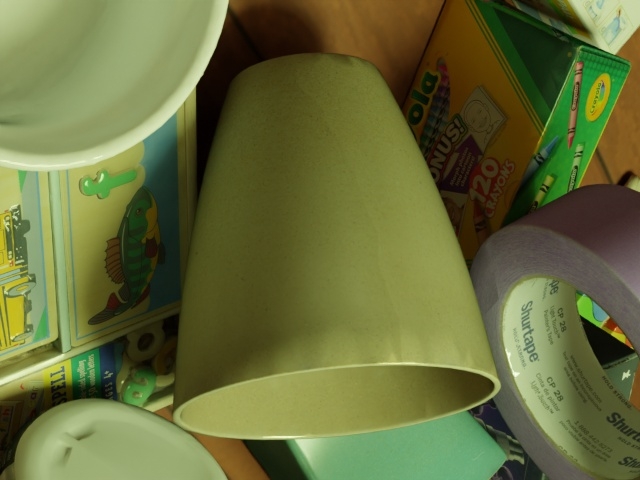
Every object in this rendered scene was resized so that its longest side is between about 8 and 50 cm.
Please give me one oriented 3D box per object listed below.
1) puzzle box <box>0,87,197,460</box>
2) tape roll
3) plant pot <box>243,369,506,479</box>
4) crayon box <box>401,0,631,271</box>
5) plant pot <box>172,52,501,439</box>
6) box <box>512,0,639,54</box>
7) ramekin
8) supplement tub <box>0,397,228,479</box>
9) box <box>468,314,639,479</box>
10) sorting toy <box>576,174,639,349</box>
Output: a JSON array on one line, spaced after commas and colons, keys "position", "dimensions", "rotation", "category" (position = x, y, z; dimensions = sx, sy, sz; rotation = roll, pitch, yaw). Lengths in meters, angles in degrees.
[{"position": [-0.219, -0.010, 1.436], "dimensions": [0.272, 0.052, 0.409], "rotation": [-21, 128, -31], "category": "puzzle box"}, {"position": [0.240, 0.096, 1.507], "dimensions": [0.090, 0.275, 0.275], "rotation": [-28, 131, -27], "category": "tape roll"}, {"position": [0.019, 0.156, 1.680], "dimensions": [0.166, 0.165, 0.234], "rotation": [-45, 128, -12], "category": "plant pot"}, {"position": [0.143, -0.067, 1.647], "dimensions": [0.081, 0.165, 0.278], "rotation": [9, 108, -44], "category": "crayon box"}, {"position": [0.000, 0.000, 1.479], "dimensions": [0.256, 0.256, 0.274], "rotation": [14, 64, -46], "category": "plant pot"}, {"position": [0.211, -0.270, 1.622], "dimensions": [0.103, 0.114, 0.203], "rotation": [-50, 136, -7], "category": "box"}, {"position": [-0.208, -0.188, 1.225], "dimensions": [0.277, 0.135, 0.277], "rotation": [-5, 99, -35], "category": "ramekin"}, {"position": [-0.208, 0.297, 1.496], "dimensions": [0.193, 0.193, 0.316], "rotation": [-7, 137, -40], "category": "supplement tub"}, {"position": [0.188, 0.137, 1.781], "dimensions": [0.108, 0.207, 0.153], "rotation": [-15, 124, -36], "category": "box"}, {"position": [0.326, 0.053, 1.980], "dimensions": [0.193, 0.038, 0.208], "rotation": [-53, 138, -3], "category": "sorting toy"}]
